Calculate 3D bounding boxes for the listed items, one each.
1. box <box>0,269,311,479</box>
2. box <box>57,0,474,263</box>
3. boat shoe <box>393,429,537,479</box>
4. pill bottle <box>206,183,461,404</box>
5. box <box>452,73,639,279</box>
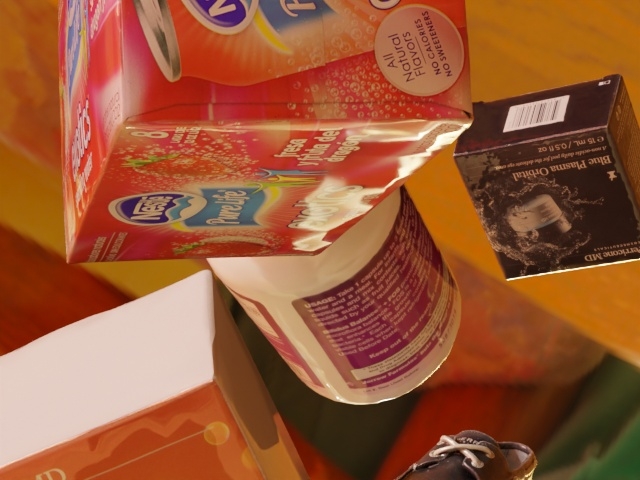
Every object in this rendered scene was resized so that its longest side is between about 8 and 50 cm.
[{"bbox_3d":[-0.099,0.231,1.088,0.215,0.168,0.345,-23,112,4],"label":"box"},{"bbox_3d":[-0.036,-0.074,0.653,0.122,0.128,0.257,-1,170,-13],"label":"box"},{"bbox_3d":[0.135,0.233,1.586,0.108,0.301,0.102,16,93,31],"label":"boat shoe"},{"bbox_3d":[0.000,0.000,1.338,0.169,0.169,0.301,9,154,25],"label":"pill bottle"},{"bbox_3d":[0.231,-0.058,1.573,0.156,0.093,0.158,-10,124,26],"label":"box"}]
